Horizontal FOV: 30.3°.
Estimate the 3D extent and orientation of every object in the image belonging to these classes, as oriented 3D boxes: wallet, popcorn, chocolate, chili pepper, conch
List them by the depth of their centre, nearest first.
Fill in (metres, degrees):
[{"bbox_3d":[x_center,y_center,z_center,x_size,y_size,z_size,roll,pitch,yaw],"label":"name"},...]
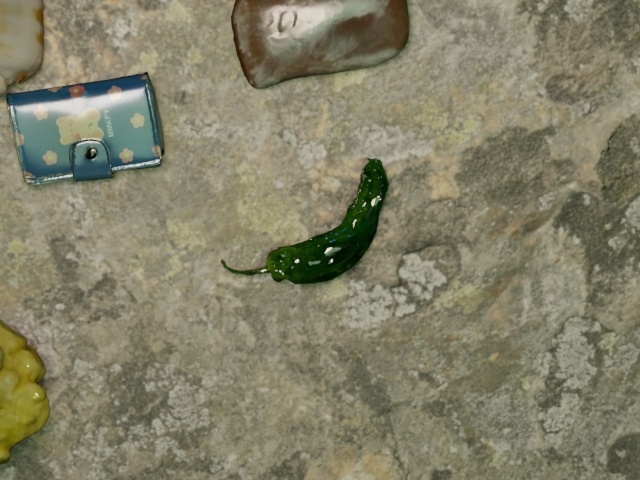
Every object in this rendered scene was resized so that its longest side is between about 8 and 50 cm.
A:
[{"bbox_3d":[-0.446,-0.292,1.565,0.158,0.127,0.255,9,98,-8],"label":"conch"},{"bbox_3d":[-0.521,0.223,1.632,0.286,0.215,0.252,-22,143,-8],"label":"popcorn"},{"bbox_3d":[-0.324,-0.152,1.651,0.202,0.059,0.141,-10,106,-6],"label":"wallet"},{"bbox_3d":[0.004,-0.305,1.652,0.254,0.080,0.157,-12,104,-5],"label":"chocolate"},{"bbox_3d":[0.000,0.000,1.731,0.279,0.065,0.122,-35,96,-1],"label":"chili pepper"}]
